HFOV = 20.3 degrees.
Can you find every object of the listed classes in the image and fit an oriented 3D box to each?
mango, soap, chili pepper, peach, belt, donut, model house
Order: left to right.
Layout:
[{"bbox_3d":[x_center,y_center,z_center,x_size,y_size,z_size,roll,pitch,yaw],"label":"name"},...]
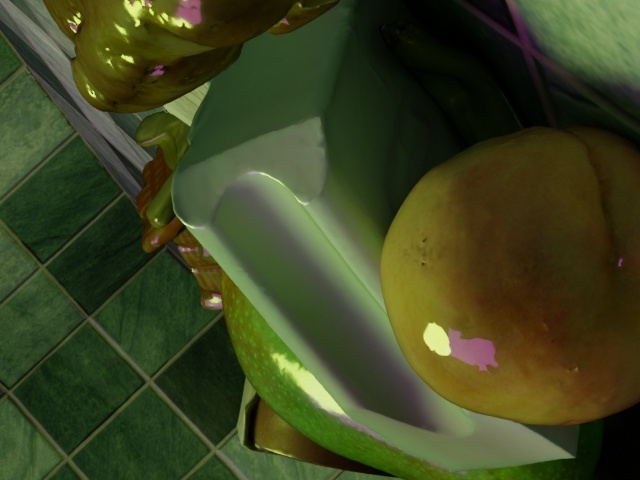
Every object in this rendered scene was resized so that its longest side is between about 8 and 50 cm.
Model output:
[{"bbox_3d":[-0.089,-0.052,1.873,0.229,0.220,0.199,62,-155,-44],"label":"model house"},{"bbox_3d":[-0.037,-0.161,0.862,0.128,0.208,0.261,60,157,-5],"label":"donut"},{"bbox_3d":[0.059,0.156,1.743,0.217,0.122,0.339,12,180,38],"label":"belt"},{"bbox_3d":[0.054,0.005,1.175,0.115,0.208,0.347,-14,131,30],"label":"soap"},{"bbox_3d":[0.069,0.082,1.431,0.382,0.225,0.201,41,175,30],"label":"mango"},{"bbox_3d":[0.099,-0.077,1.120,0.052,0.050,0.201,10,149,50],"label":"chili pepper"},{"bbox_3d":[0.128,0.021,0.995,0.184,0.184,0.184,46,172,8],"label":"peach"}]

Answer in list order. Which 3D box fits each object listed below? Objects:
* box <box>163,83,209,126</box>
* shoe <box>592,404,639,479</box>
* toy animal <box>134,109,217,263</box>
[{"bbox_3d":[-0.058,-0.145,1.360,0.274,0.116,0.203,37,168,47],"label":"box"},{"bbox_3d":[0.195,0.253,1.576,0.171,0.237,0.384,59,160,7],"label":"shoe"},{"bbox_3d":[-0.019,0.006,1.658,0.363,0.180,0.181,54,-176,-27],"label":"toy animal"}]
